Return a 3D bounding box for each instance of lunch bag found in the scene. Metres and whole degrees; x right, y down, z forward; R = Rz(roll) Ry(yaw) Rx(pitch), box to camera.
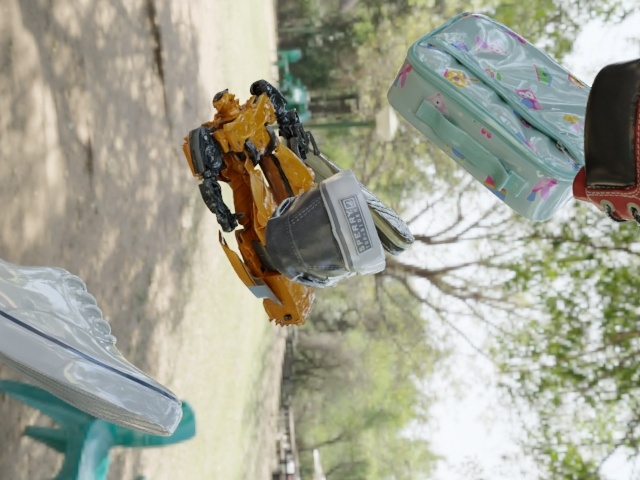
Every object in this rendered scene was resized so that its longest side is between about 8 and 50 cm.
[{"bbox_3d":[0.235,-0.160,1.103,0.224,0.279,0.108,-36,161,-46],"label":"lunch bag"}]

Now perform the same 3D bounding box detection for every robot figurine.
[{"bbox_3d":[-0.068,-0.049,1.083,0.211,0.085,0.291,-48,119,-45],"label":"robot figurine"}]

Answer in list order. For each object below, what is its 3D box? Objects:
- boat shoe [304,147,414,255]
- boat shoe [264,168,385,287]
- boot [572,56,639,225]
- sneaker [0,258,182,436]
[{"bbox_3d":[0.037,-0.042,1.200,0.223,0.073,0.080,45,16,33],"label":"boat shoe"},{"bbox_3d":[0.000,0.000,0.603,0.228,0.076,0.080,-69,139,-87],"label":"boat shoe"},{"bbox_3d":[0.220,0.010,0.453,0.176,0.088,0.245,-16,-98,52],"label":"boot"},{"bbox_3d":[-0.219,0.071,0.730,0.091,0.258,0.094,-60,178,-25],"label":"sneaker"}]
